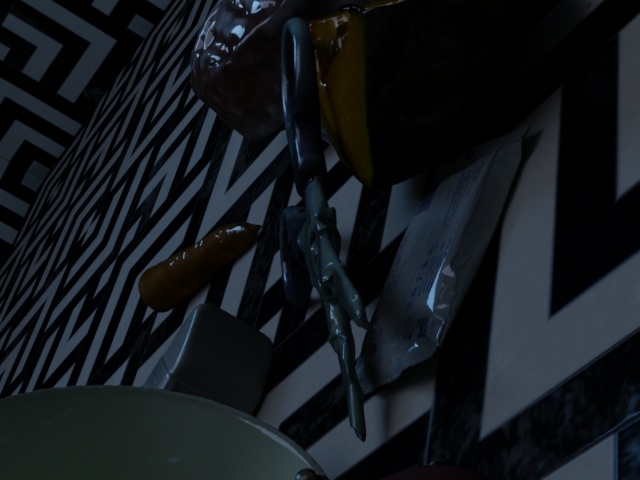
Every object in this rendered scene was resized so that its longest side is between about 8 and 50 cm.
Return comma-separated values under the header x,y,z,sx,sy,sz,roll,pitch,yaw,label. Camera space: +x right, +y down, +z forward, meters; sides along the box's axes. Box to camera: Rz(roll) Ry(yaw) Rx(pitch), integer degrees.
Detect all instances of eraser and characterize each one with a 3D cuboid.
x,y,z,sx,sy,sz,roll,pitch,yaw,label
-0.156,0.222,1.112,0.352,0.089,0.061,-57,20,4,eraser

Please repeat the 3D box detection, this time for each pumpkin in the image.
x,y,z,sx,sy,sz,roll,pitch,yaw,label
0.091,-0.128,1.008,0.312,0.169,0.148,-138,36,-75,pumpkin

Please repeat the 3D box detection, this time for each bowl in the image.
x,y,z,sx,sy,sz,roll,pitch,yaw,label
-0.130,0.214,0.801,0.277,0.277,0.145,-97,13,-64,bowl

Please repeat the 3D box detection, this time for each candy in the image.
x,y,z,sx,sy,sz,roll,pitch,yaw,label
-0.040,-0.214,1.396,0.214,0.157,0.289,-52,13,-8,candy

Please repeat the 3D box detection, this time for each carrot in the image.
x,y,z,sx,sy,sz,roll,pitch,yaw,label
-0.132,0.021,1.462,0.224,0.057,0.057,-32,31,50,carrot

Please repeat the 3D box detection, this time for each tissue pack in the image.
x,y,z,sx,sy,sz,roll,pitch,yaw,label
0.079,0.013,0.900,0.122,0.026,0.193,-28,35,61,tissue pack

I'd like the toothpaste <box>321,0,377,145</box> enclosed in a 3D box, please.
x,y,z,sx,sy,sz,roll,pitch,yaw,label
0.094,-0.230,1.224,0.323,0.066,0.100,-55,17,-3,toothpaste

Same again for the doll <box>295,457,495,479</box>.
x,y,z,sx,sy,sz,roll,pitch,yaw,label
0.058,0.173,0.473,0.256,0.152,0.196,162,106,-87,doll

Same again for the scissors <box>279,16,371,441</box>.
x,y,z,sx,sy,sz,roll,pitch,yaw,label
0.000,0.000,0.973,0.383,0.029,0.256,-107,17,-63,scissors
